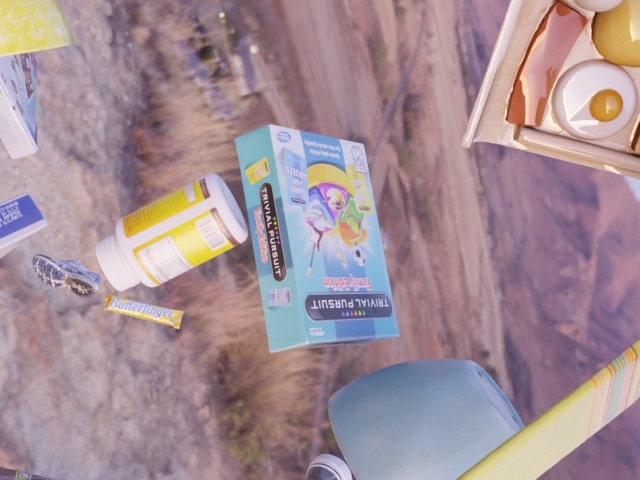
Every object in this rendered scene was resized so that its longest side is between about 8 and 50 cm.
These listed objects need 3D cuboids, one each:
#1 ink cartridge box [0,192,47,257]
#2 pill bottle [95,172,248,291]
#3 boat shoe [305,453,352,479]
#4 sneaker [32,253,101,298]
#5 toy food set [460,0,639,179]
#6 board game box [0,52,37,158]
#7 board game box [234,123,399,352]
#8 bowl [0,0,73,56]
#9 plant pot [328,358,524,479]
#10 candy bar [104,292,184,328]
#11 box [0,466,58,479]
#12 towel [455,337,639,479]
[{"bbox_3d":[-0.597,0.072,1.375,0.071,0.330,0.324,58,29,-5],"label":"ink cartridge box"},{"bbox_3d":[-0.227,-0.006,1.481,0.117,0.215,0.117,63,4,-8],"label":"pill bottle"},{"bbox_3d":[-0.009,0.559,1.851,0.119,0.121,0.335,-39,134,-47],"label":"boat shoe"},{"bbox_3d":[-0.471,0.060,1.821,0.052,0.135,0.058,-63,180,35],"label":"sneaker"},{"bbox_3d":[0.297,-0.149,0.849,0.092,0.306,0.220,-94,-162,-68],"label":"toy food set"},{"bbox_3d":[-0.572,-0.315,1.767,0.305,0.053,0.193,-108,-178,-46],"label":"board game box"},{"bbox_3d":[0.000,0.000,1.557,0.253,0.079,0.336,3,73,-53],"label":"board game box"},{"bbox_3d":[-0.513,-0.338,1.396,0.289,0.289,0.156,-58,142,-70],"label":"bowl"},{"bbox_3d":[0.176,0.281,1.397,0.290,0.195,0.290,48,13,-14],"label":"plant pot"},{"bbox_3d":[-0.360,0.142,1.985,0.018,0.161,0.040,125,-22,-61],"label":"candy bar"},{"bbox_3d":[-0.642,0.528,2.064,0.190,0.184,0.045,-177,-78,-78],"label":"box"},{"bbox_3d":[0.204,0.160,0.844,0.021,0.237,0.102,45,-21,35],"label":"towel"}]
